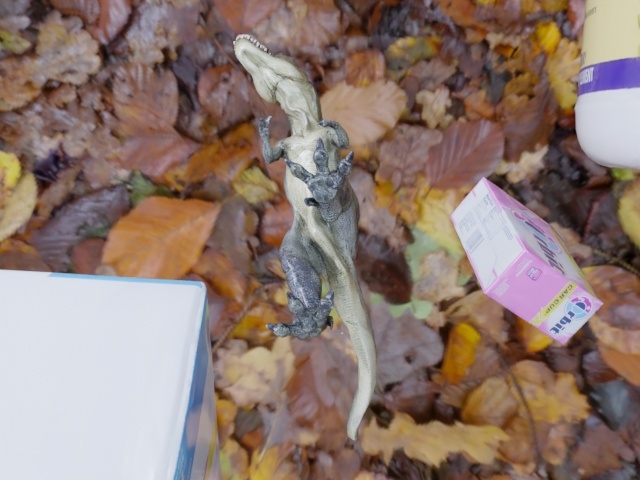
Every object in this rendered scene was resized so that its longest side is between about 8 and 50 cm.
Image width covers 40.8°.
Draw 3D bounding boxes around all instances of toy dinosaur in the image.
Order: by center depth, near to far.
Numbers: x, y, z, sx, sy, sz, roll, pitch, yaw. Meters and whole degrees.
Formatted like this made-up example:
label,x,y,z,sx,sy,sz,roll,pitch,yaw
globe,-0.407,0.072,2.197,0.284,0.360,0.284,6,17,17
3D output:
label,x,y,z,sx,sy,sz,roll,pitch,yaw
toy dinosaur,0.000,0.000,0.505,0.064,0.118,0.268,-11,92,6

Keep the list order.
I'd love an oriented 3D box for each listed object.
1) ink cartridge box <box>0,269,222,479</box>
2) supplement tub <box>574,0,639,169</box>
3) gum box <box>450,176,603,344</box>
label,x,y,z,sx,sy,sz,roll,pitch,yaw
ink cartridge box,-0.180,0.182,0.591,0.198,0.270,0.197,3,45,0
supplement tub,0.257,-0.193,0.410,0.241,0.241,0.331,3,95,2
gum box,0.212,0.014,0.919,0.107,0.188,0.062,32,111,-18
